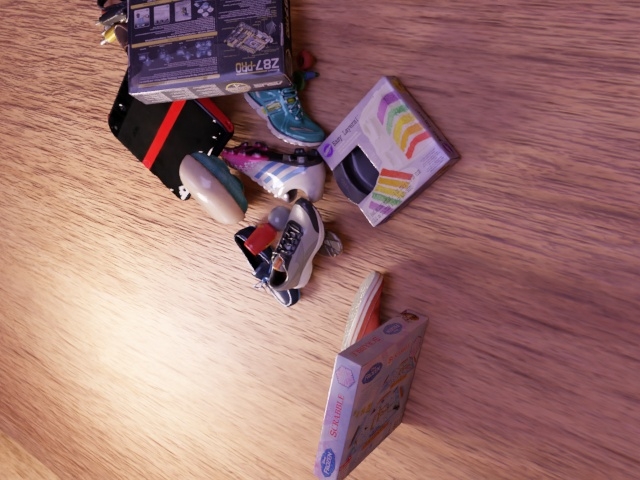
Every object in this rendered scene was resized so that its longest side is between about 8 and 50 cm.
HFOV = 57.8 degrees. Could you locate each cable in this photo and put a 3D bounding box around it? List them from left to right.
[{"bbox_3d":[-0.570,-0.695,1.740,0.287,0.072,0.139,-10,81,24],"label":"cable"}]

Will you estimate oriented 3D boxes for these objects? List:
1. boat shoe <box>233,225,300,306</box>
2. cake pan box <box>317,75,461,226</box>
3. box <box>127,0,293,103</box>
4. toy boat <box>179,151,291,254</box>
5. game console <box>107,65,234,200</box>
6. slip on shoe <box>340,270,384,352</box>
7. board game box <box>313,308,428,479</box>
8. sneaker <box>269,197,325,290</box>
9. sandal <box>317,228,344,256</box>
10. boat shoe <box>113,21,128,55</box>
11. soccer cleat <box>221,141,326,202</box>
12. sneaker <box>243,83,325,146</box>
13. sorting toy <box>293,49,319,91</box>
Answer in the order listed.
[{"bbox_3d":[-0.161,0.082,1.610,0.258,0.089,0.109,50,125,14],"label":"boat shoe"},{"bbox_3d":[0.145,-0.199,1.337,0.267,0.070,0.246,-42,75,35],"label":"cake pan box"},{"bbox_3d":[-0.269,-0.514,1.400,0.395,0.097,0.318,-5,83,11],"label":"box"},{"bbox_3d":[-0.220,-0.105,1.541,0.318,0.267,0.148,41,80,18],"label":"toy boat"},{"bbox_3d":[-0.432,-0.324,1.637,0.342,0.060,0.386,44,138,-4],"label":"game console"},{"bbox_3d":[0.116,0.233,1.454,0.101,0.123,0.331,11,106,-1],"label":"slip on shoe"},{"bbox_3d":[0.121,0.352,1.339,0.066,0.319,0.318,22,113,29],"label":"board game box"},{"bbox_3d":[-0.065,0.019,1.463,0.100,0.108,0.271,35,126,33],"label":"sneaker"},{"bbox_3d":[0.000,0.000,1.506,0.180,0.049,0.072,4,108,50],"label":"sandal"},{"bbox_3d":[-0.533,-0.557,1.693,0.207,0.073,0.073,43,132,5],"label":"boat shoe"},{"bbox_3d":[-0.130,-0.171,1.510,0.331,0.116,0.143,13,119,35],"label":"soccer cleat"},{"bbox_3d":[-0.091,-0.332,1.434,0.275,0.107,0.110,45,134,17],"label":"sneaker"},{"bbox_3d":[-0.033,-0.416,1.428,0.061,0.042,0.102,46,137,35],"label":"sorting toy"}]
